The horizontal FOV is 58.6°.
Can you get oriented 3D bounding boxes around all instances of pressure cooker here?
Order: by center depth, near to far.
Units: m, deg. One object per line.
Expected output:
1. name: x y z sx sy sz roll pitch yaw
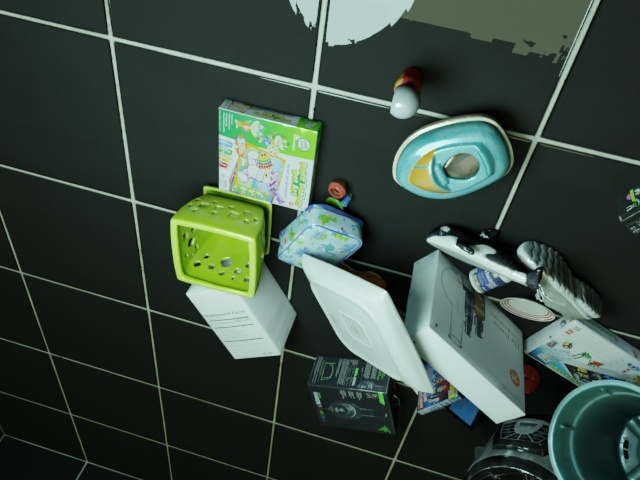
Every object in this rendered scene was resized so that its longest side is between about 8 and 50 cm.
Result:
1. pressure cooker: 0.658 0.745 1.751 0.370 0.421 0.375 46 123 19

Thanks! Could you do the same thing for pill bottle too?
1. pill bottle: 0.450 0.085 1.463 0.067 0.067 0.120 43 130 -19

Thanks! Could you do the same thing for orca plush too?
1. orca plush: 0.407 0.013 1.384 0.287 0.102 0.151 24 173 40

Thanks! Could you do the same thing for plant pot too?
1. plant pot: -0.248 -0.011 1.529 0.229 0.207 0.227 14 132 7
2. plant pot: 0.858 0.572 1.540 0.334 0.340 0.341 21 140 -37

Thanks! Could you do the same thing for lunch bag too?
1. lunch bag: 0.000 0.000 1.504 0.176 0.090 0.219 19 144 -22

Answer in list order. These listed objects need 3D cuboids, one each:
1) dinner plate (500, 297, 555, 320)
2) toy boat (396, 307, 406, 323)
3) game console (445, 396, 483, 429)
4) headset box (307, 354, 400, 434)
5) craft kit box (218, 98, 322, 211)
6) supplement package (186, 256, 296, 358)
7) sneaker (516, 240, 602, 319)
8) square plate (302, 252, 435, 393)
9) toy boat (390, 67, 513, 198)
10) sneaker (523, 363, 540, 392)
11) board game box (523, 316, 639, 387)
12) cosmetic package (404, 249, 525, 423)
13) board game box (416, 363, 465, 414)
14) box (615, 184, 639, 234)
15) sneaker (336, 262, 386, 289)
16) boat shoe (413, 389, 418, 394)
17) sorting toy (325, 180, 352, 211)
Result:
1. dinner plate: 0.551 0.179 1.516 0.141 0.017 0.141 22 161 8
2. toy boat: 0.142 0.261 1.669 0.231 0.151 0.151 26 133 -4
3. game console: 0.491 0.522 1.822 0.144 0.085 0.124 41 131 -18
4. headset box: 0.129 0.520 1.916 0.283 0.131 0.246 2 131 17
5. craft kit box: -0.131 -0.206 1.423 0.247 0.060 0.249 13 133 5
6. supplement package: -0.230 0.192 1.721 0.176 0.177 0.292 -10 125 27
7. sneaker: 0.573 0.117 1.424 0.281 0.105 0.115 42 136 -15
8. square plate: 0.102 0.211 1.419 0.344 0.049 0.347 21 144 53
9. toy boat: 0.244 -0.212 1.219 0.268 0.148 0.318 -20 121 33
10. sneaker: 0.543 0.384 1.704 0.221 0.086 0.128 22 180 -28
11. board game box: 0.749 0.326 1.579 0.305 0.053 0.193 32 133 -10
12. cosmetic package: 0.381 0.247 1.482 0.377 0.284 0.097 42 130 -19
13. board game box: 0.347 0.430 1.705 0.060 0.194 0.194 42 125 -18
14. box: 0.686 -0.067 1.235 0.052 0.083 0.062 36 131 -15
15. sneaker: 0.100 0.114 1.613 0.175 0.067 0.064 16 132 3
16. boat shoe: 0.296 0.439 1.839 0.184 0.066 0.063 49 161 -29
17. sorting toy: 0.051 -0.115 1.453 0.061 0.042 0.101 28 147 15
